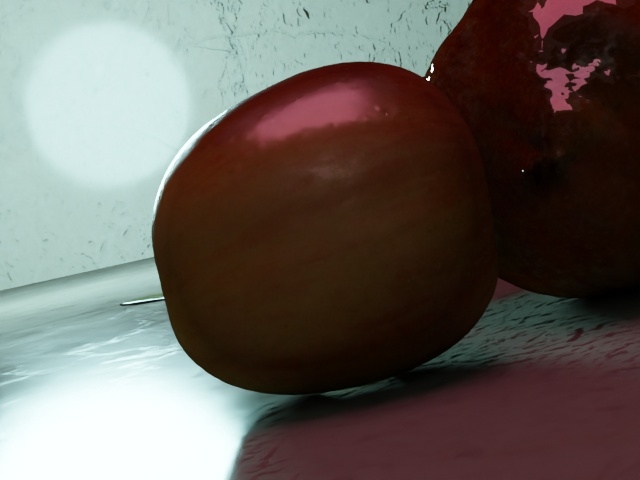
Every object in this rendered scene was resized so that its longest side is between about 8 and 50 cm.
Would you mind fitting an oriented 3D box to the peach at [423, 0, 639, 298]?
[{"bbox_3d":[0.163,-0.069,0.802,0.232,0.232,0.256,-11,5,29],"label":"peach"}]

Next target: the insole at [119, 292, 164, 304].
[{"bbox_3d":[-0.157,0.063,1.612,0.253,0.005,0.086,-9,5,41],"label":"insole"}]

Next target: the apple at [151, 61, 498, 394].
[{"bbox_3d":[0.000,0.000,0.688,0.199,0.199,0.199,-12,3,1],"label":"apple"}]

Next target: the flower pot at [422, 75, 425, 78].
[{"bbox_3d":[0.159,-0.084,1.269,0.269,0.166,0.269,-7,-4,-1],"label":"flower pot"}]
